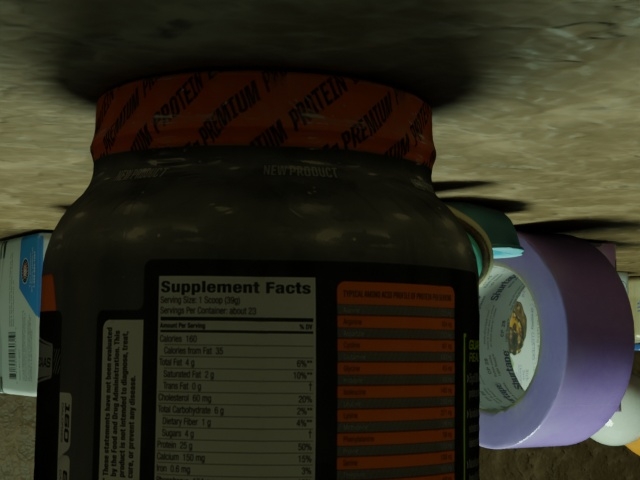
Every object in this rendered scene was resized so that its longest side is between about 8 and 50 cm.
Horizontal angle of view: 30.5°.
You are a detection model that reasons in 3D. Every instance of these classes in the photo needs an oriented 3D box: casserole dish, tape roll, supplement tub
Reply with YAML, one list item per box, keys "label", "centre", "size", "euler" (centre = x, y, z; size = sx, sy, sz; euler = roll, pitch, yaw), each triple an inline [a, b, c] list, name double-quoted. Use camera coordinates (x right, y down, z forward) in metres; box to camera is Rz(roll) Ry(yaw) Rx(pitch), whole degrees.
- label: "casserole dish"
  centre: [0.065, -0.004, 0.902]
  size: [0.188, 0.037, 0.114]
  euler: [-4, 172, 34]
- label: "tape roll"
  centre: [0.177, 0.085, 1.027]
  size: [0.080, 0.189, 0.189]
  euler: [5, 173, -33]
- label: "supplement tub"
  centre: [-0.027, 0.097, 0.514]
  size: [0.193, 0.316, 0.193]
  euler: [1, 174, 0]

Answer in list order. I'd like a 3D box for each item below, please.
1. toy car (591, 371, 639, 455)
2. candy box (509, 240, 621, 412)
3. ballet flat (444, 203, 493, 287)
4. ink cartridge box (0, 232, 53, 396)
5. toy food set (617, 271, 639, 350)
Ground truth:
- label: "toy car"
  centre: [0.403, 0.215, 1.719]
  size: [0.219, 0.238, 0.210]
  euler: [-27, -177, -18]
- label: "candy box"
  centre: [0.205, 0.089, 1.179]
  size: [0.070, 0.165, 0.196]
  euler: [4, 174, -33]
- label: "ballet flat"
  centre: [0.000, 0.000, 0.819]
  size: [0.248, 0.086, 0.086]
  euler: [0, 174, 16]
- label: "ink cartridge box"
  centre: [-0.270, 0.074, 1.142]
  size: [0.085, 0.148, 0.203]
  euler: [2, 175, -32]
- label: "toy food set"
  centre: [0.379, 0.098, 1.553]
  size: [0.232, 0.105, 0.111]
  euler: [2, 174, -20]
